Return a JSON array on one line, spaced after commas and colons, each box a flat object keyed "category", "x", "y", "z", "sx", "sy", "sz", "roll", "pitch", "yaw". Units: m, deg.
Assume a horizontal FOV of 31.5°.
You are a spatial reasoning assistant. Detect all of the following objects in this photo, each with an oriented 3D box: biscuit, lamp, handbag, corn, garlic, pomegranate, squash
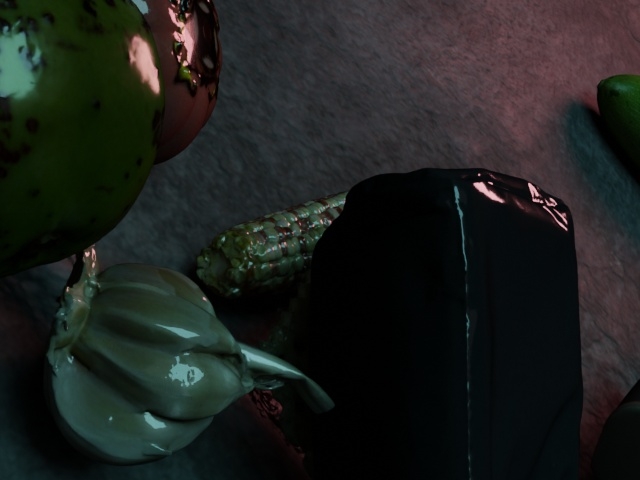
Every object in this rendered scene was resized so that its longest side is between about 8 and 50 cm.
[{"category": "biscuit", "x": 0.021, "y": 0.081, "z": 0.878, "sx": 0.144, "sy": 0.016, "sz": 0.203, "roll": 52, "pitch": 53, "yaw": -27}, {"category": "lamp", "x": -0.149, "y": -0.143, "z": 0.833, "sx": 0.182, "sy": 0.140, "sz": 0.182, "roll": -7, "pitch": 90, "yaw": -76}, {"category": "handbag", "x": 0.069, "y": 0.104, "z": 0.789, "sx": 0.275, "sy": 0.178, "sz": 0.301, "roll": 7, "pitch": 81, "yaw": -59}, {"category": "corn", "x": 0.000, "y": 0.000, "z": 0.926, "sx": 0.237, "sy": 0.079, "sz": 0.079, "roll": -15, "pitch": 75, "yaw": -48}, {"category": "garlic", "x": -0.089, "y": 0.085, "z": 0.732, "sx": 0.194, "sy": 0.127, "sz": 0.131, "roll": 15, "pitch": 15, "yaw": -20}, {"category": "pomegranate", "x": -0.209, "y": -0.101, "z": 0.657, "sx": 0.214, "sy": 0.214, "sz": 0.247, "roll": -22, "pitch": 78, "yaw": -49}, {"category": "squash", "x": 0.495, "y": -0.064, "z": 1.429, "sx": 0.395, "sy": 0.107, "sz": 0.107, "roll": 46, "pitch": 41, "yaw": -11}]

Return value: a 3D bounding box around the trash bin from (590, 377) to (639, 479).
[{"category": "trash bin", "x": 0.385, "y": 0.243, "z": 1.060, "sx": 0.209, "sy": 0.182, "sz": 0.290, "roll": -32, "pitch": 93, "yaw": -49}]
